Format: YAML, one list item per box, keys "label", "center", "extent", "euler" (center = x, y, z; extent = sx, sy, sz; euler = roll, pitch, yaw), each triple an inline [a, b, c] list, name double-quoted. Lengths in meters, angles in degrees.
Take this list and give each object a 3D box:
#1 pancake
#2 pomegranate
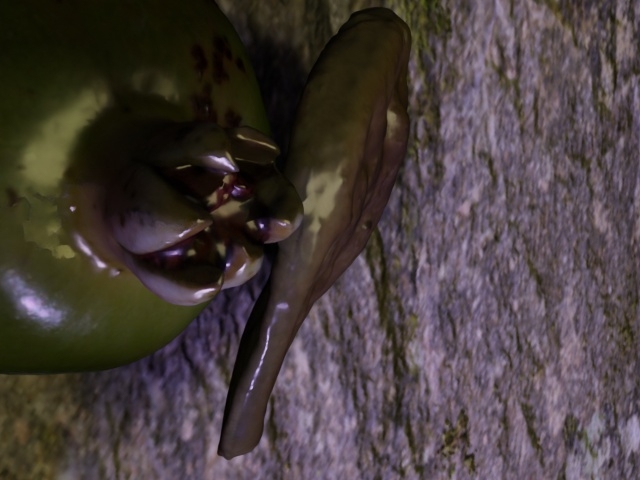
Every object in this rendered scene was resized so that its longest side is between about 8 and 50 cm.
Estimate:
- label: "pancake"
  center: [0.000, 0.000, 0.671]
  extent: [0.242, 0.050, 0.242]
  euler: [20, 90, -86]
- label: "pomegranate"
  center: [-0.103, -0.025, 0.522]
  extent: [0.179, 0.210, 0.179]
  euler: [-3, 108, -8]
